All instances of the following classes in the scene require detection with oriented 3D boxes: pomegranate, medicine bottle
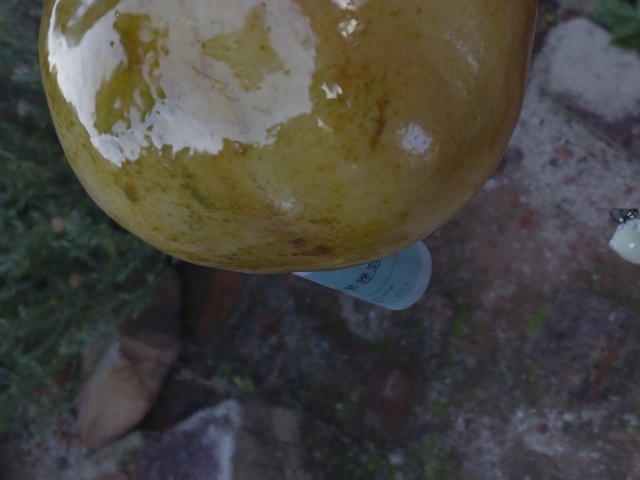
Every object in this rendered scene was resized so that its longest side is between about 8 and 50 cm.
[{"bbox_3d":[-0.040,-0.174,1.000,0.416,0.416,0.417,-25,54,42],"label":"pomegranate"},{"bbox_3d":[0.000,0.000,1.681,0.110,0.351,0.110,-21,59,40],"label":"medicine bottle"}]

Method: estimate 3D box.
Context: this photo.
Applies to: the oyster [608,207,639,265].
[{"bbox_3d":[0.313,-0.002,0.714,0.354,0.201,0.107,149,116,-68],"label":"oyster"}]
